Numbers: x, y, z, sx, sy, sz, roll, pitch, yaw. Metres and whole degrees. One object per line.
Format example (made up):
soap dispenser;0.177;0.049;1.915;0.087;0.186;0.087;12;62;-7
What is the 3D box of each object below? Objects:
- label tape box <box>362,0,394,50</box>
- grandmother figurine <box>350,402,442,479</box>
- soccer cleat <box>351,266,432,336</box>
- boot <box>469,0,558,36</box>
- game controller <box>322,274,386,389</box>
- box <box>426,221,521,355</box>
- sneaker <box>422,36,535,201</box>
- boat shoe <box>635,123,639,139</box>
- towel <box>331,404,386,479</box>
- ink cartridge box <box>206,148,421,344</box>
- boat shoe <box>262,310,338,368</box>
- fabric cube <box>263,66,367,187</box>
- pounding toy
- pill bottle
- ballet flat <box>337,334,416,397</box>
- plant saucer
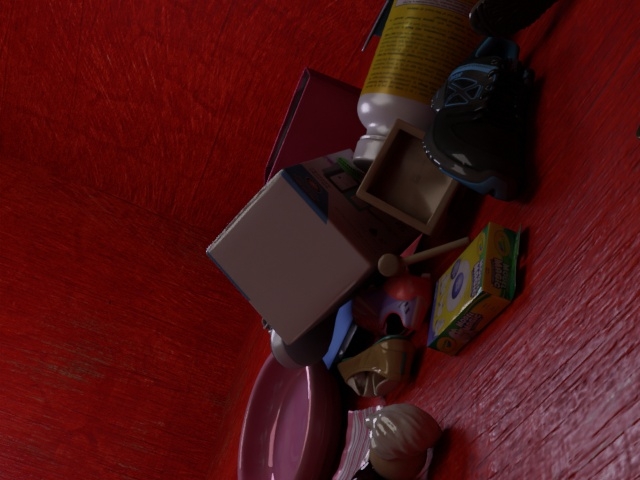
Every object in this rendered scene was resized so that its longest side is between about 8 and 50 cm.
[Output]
label tape box;0.226;-0.489;1.627;0.347;0.115;0.249;-57;-2;-45
grandmother figurine;0.048;0.344;1.099;0.342;0.104;0.208;-64;-5;19
soccer cleat;0.102;0.115;1.369;0.248;0.083;0.095;135;150;-64
boot;0.292;-0.394;1.252;0.190;0.076;0.208;-25;39;26
game controller;0.040;0.176;1.650;0.166;0.067;0.319;-88;20;-66
box;0.188;0.057;1.075;0.179;0.043;0.105;124;164;-52
sneaker;0.216;-0.173;1.171;0.139;0.125;0.340;-59;15;29
boat shoe;0.308;-0.090;0.683;0.056;0.048;0.153;-59;13;-12
towel;0.051;0.316;1.309;0.197;0.029;0.144;122;167;-74
ink cartridge box;0.000;0.000;1.421;0.197;0.198;0.270;-45;-7;25
boat shoe;-0.045;0.131;1.529;0.105;0.113;0.306;-27;21;24
fabric cube;0.044;-0.194;1.859;0.259;0.258;0.254;-100;31;-74
pounding toy;0.148;-0.038;1.281;0.206;0.181;0.094;-62;-20;4
pill bottle;0.171;-0.258;1.433;0.188;0.188;0.333;162;128;-79
ballet flat;0.077;0.201;1.332;0.232;0.080;0.073;127;147;-67
plant saucer;-0.052;0.346;1.589;0.332;0.084;0.332;-48;34;48
